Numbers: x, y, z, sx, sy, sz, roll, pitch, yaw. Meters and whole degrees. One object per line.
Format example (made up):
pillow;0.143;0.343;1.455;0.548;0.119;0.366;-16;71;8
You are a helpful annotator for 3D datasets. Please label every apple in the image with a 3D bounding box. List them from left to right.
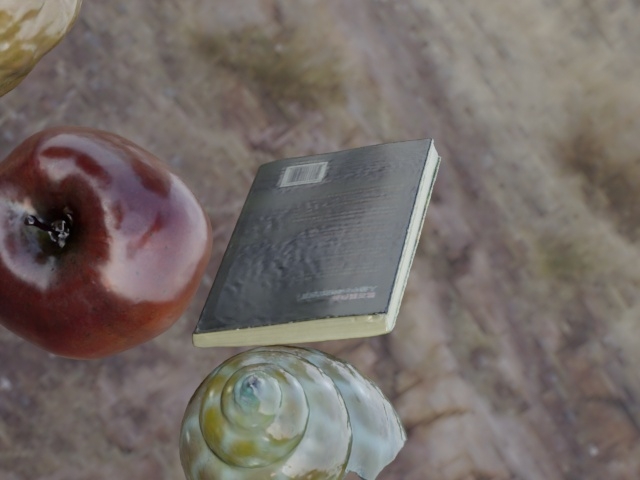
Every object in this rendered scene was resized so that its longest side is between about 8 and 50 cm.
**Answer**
apple;-0.216;0.003;1.609;0.234;0.234;0.234;42;26;-26

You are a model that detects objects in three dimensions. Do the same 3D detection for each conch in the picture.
conch;-0.023;0.106;0.995;0.173;0.116;0.106;-13;105;-51

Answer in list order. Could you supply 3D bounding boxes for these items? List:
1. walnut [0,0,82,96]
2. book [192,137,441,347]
walnut;-0.239;-0.154;1.098;0.155;0.184;0.155;56;10;-15
book;0.000;0.000;1.373;0.228;0.160;0.024;-72;150;-50
